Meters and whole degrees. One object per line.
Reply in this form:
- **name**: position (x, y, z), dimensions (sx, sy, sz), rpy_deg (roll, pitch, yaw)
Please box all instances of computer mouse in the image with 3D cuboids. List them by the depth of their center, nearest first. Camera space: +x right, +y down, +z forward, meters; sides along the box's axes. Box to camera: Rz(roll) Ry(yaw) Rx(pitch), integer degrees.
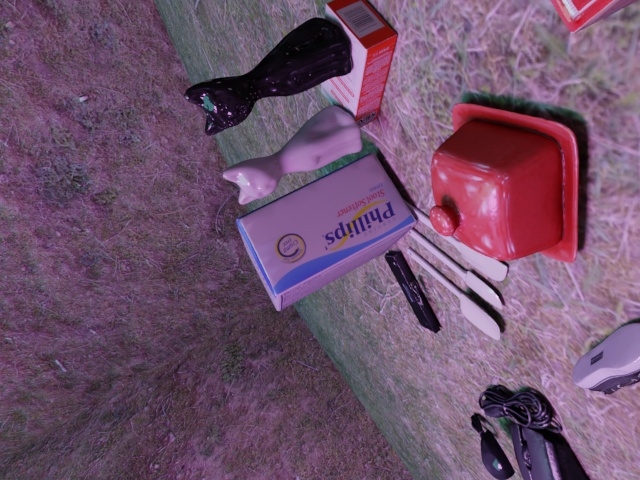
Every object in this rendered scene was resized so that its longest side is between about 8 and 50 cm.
- **computer mouse**: position (0.362, 0.378, 0.722), dimensions (0.272, 0.072, 0.188), rpy_deg (58, 166, 10)
- **computer mouse**: position (0.319, 0.396, 0.861), dimensions (0.071, 0.041, 0.242), rpy_deg (62, -176, 10)

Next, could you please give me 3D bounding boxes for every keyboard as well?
- **keyboard**: position (0.192, 0.105, 0.903), dimensions (0.180, 0.023, 0.108), rpy_deg (61, 174, -3)

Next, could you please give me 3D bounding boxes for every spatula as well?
- **spatula**: position (0.204, 0.038, 0.717), dimensions (0.242, 0.019, 0.168), rpy_deg (46, 161, 47)

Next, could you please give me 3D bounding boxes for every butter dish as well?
- **butter dish**: position (0.167, -0.043, 0.460), dimensions (0.160, 0.118, 0.160), rpy_deg (41, 157, 54)

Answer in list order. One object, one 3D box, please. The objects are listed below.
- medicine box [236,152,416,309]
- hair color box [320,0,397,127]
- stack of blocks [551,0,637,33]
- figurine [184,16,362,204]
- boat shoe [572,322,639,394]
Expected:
- **medicine box**: position (0.000, 0.000, 0.842), dimensions (0.149, 0.263, 0.289), rpy_deg (60, 169, 10)
- **hair color box**: position (0.048, -0.246, 0.626), dimensions (0.093, 0.053, 0.167), rpy_deg (55, 165, 16)
- **stack of blocks**: position (0.165, -0.232, 0.127), dimensions (0.171, 0.087, 0.297), rpy_deg (60, 167, 2)
- **figurine**: position (-0.057, -0.162, 0.617), dimensions (0.092, 0.209, 0.215), rpy_deg (49, 163, 39)
- **boat shoe**: position (0.311, 0.125, 0.452), dimensions (0.040, 0.049, 0.142), rpy_deg (22, 153, 13)
